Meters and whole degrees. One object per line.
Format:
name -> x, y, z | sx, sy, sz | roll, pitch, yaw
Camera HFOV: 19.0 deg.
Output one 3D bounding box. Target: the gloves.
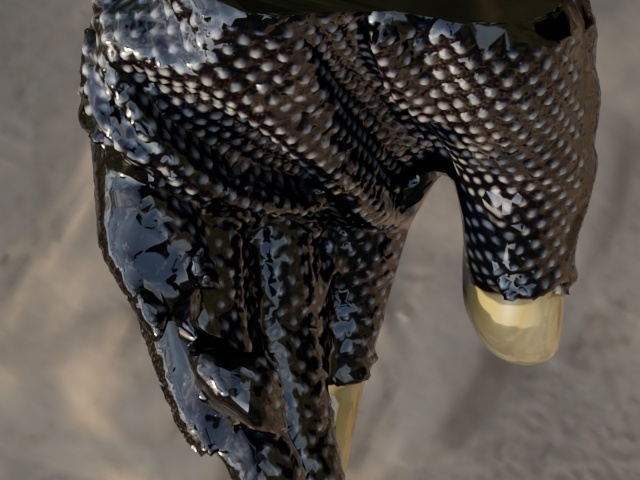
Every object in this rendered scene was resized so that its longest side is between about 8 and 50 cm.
gloves -> -0.003, -0.001, 0.508 | 0.106, 0.129, 0.180 | 42, 136, 30
